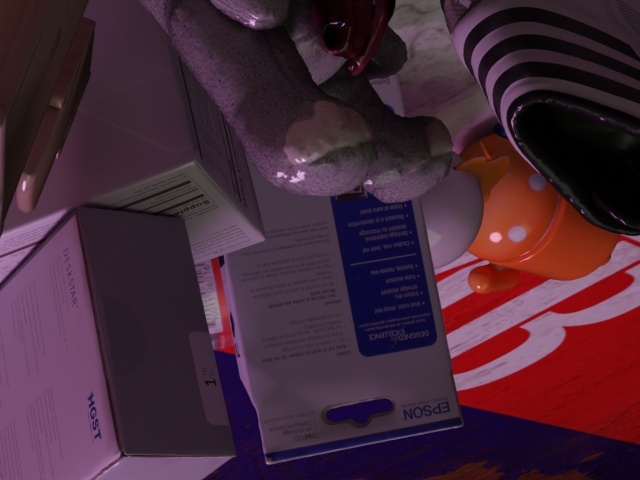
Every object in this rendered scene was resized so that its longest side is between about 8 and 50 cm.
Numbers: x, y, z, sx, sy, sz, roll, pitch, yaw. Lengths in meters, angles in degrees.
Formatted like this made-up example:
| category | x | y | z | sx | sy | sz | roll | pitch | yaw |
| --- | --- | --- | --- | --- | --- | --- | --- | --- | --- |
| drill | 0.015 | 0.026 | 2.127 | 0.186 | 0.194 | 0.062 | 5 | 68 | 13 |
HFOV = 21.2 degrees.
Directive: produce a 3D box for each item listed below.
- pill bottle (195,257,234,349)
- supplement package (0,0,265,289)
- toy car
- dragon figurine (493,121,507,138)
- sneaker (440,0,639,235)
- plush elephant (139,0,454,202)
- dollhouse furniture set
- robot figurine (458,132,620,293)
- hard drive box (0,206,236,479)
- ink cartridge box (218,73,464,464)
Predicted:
| category | x | y | z | sx | sy | sz | roll | pitch | yaw |
| --- | --- | --- | --- | --- | --- | --- | --- | --- | --- |
| pill bottle | -0.215 | 0.041 | 1.513 | 0.283 | 0.161 | 0.161 | -11 | 154 | -6 |
| supplement package | -0.201 | -0.069 | 1.245 | 0.262 | 0.204 | 0.145 | -20 | 153 | 11 |
| toy car | 0.061 | -0.009 | 1.500 | 0.238 | 0.219 | 0.210 | -20 | 155 | -1 |
| dragon figurine | 0.288 | -0.072 | 1.497 | 0.085 | 0.289 | 0.144 | -63 | 174 | 28 |
| sneaker | 0.279 | -0.105 | 1.361 | 0.447 | 0.257 | 0.169 | 7 | 147 | -37 |
| plush elephant | 0.017 | -0.209 | 1.044 | 0.255 | 0.330 | 0.272 | -44 | 163 | 12 |
| dollhouse furniture set | -0.297 | -0.135 | 0.980 | 0.303 | 0.198 | 0.286 | 18 | 152 | -2 |
| robot figurine | 0.202 | -0.030 | 1.622 | 0.158 | 0.128 | 0.219 | -32 | 149 | 33 |
| hard drive box | -0.172 | 0.113 | 1.183 | 0.089 | 0.181 | 0.232 | 7 | 148 | -37 |
| ink cartridge box | 0.000 | 0.000 | 1.349 | 0.165 | 0.332 | 0.065 | -9 | 173 | -10 |
